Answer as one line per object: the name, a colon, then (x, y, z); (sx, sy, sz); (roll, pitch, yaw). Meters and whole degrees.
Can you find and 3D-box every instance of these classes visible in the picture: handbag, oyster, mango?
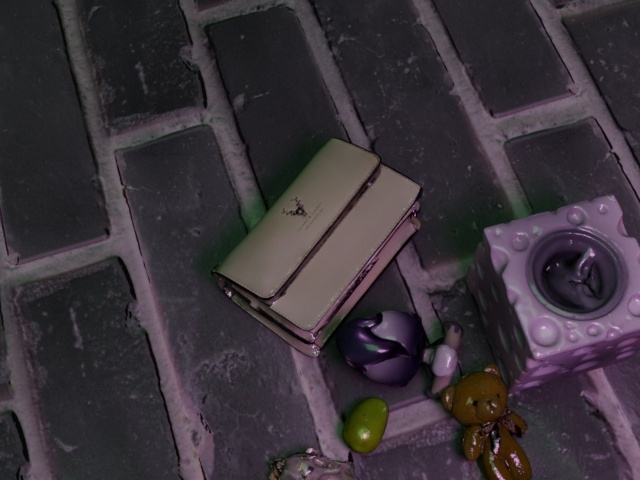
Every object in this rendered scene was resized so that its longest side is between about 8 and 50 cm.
handbag: (0.000, 0.000, 1.604); (0.237, 0.160, 0.358); (32, 70, 22)
oyster: (-0.009, 0.407, 1.477); (0.166, 0.053, 0.108); (26, 95, 3)
mango: (0.082, 0.322, 1.514); (0.073, 0.056, 0.108); (34, 58, 11)

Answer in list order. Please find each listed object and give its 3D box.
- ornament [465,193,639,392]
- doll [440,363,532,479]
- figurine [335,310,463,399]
ornament: (0.418, 0.099, 1.507); (0.239, 0.239, 0.239); (-14, 66, -6)
doll: (0.301, 0.324, 1.484); (0.137, 0.097, 0.209); (-22, 77, -20)
figurine: (0.135, 0.199, 1.526); (0.222, 0.145, 0.145); (12, 67, 4)
